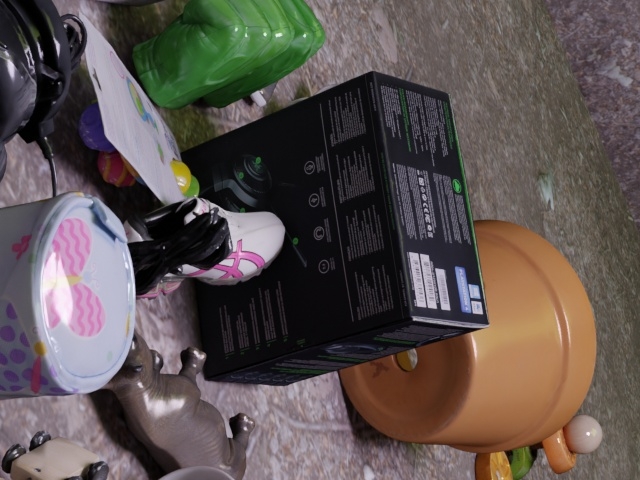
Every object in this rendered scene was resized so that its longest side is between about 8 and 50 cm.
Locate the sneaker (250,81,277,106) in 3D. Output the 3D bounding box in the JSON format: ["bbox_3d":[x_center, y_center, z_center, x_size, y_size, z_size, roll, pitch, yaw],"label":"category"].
[{"bbox_3d":[-0.054,-0.222,1.803,0.158,0.064,0.061,-84,151,-42],"label":"sneaker"}]

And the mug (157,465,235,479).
[{"bbox_3d":[-0.102,0.301,1.360,0.113,0.150,0.169,46,-11,46],"label":"mug"}]

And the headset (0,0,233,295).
[{"bbox_3d":[-0.241,-0.092,1.067,0.394,0.185,0.243,45,48,-29],"label":"headset"}]

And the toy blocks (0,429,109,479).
[{"bbox_3d":[-0.169,0.342,1.051,0.288,0.309,0.260,-25,134,-56],"label":"toy blocks"}]

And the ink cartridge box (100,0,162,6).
[{"bbox_3d":[-0.209,-0.331,1.424,0.273,0.114,0.198,-8,85,-68],"label":"ink cartridge box"}]

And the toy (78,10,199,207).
[{"bbox_3d":[-0.180,-0.089,1.423,0.237,0.056,0.137,49,21,-60],"label":"toy"}]

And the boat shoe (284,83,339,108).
[{"bbox_3d":[-0.014,-0.123,1.815,0.088,0.096,0.267,68,31,-30],"label":"boat shoe"}]

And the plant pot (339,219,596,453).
[{"bbox_3d":[0.157,0.127,1.860,0.203,0.290,0.291,-9,85,-52],"label":"plant pot"}]

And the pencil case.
[{"bbox_3d":[-0.245,0.038,0.913,0.113,0.273,0.124,64,31,-43],"label":"pencil case"}]

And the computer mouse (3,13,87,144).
[{"bbox_3d":[-0.299,-0.200,1.219,0.262,0.060,0.184,60,40,-33],"label":"computer mouse"}]

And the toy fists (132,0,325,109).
[{"bbox_3d":[-0.084,-0.206,1.585,0.096,0.142,0.279,66,16,3],"label":"toy fists"}]

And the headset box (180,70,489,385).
[{"bbox_3d":[0.000,0.000,1.533,0.131,0.283,0.246,10,66,-50],"label":"headset box"}]

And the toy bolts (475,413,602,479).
[{"bbox_3d":[0.345,0.373,2.290,0.218,0.158,0.229,-22,98,-68],"label":"toy bolts"}]

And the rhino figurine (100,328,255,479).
[{"bbox_3d":[-0.137,0.144,1.372,0.243,0.073,0.106,55,27,-39],"label":"rhino figurine"}]

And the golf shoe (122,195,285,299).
[{"bbox_3d":[-0.104,-0.002,1.411,0.186,0.086,0.067,-14,50,-37],"label":"golf shoe"}]
